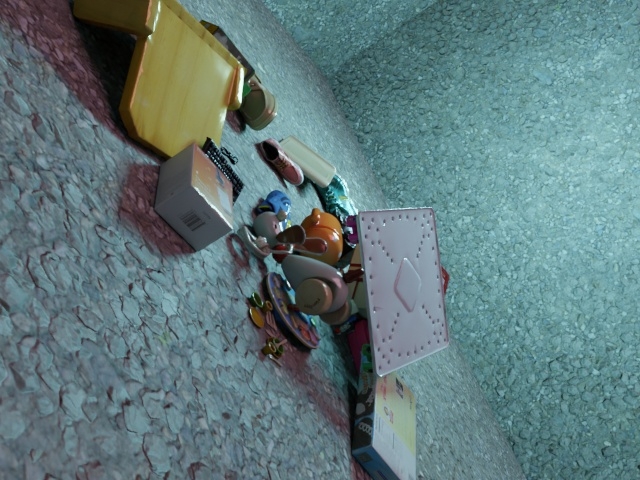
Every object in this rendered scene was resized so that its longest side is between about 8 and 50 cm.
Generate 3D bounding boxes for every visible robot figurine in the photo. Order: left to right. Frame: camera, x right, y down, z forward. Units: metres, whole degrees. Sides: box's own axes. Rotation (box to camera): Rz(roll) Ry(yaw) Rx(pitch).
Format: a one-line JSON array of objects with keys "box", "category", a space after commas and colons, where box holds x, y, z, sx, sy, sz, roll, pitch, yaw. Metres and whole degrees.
[{"box": [0.001, 0.002, 1.909, 0.128, 0.158, 0.219, 25, 23, -11], "category": "robot figurine"}]

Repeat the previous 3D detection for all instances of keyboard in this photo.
[{"box": [-0.220, -0.161, 1.528, 0.108, 0.023, 0.180, -69, 153, -23], "category": "keyboard"}]

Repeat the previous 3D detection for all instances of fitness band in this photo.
[{"box": [0.156, 0.355, 1.881, 0.209, 0.054, 0.291, 50, 18, -42], "category": "fitness band"}]

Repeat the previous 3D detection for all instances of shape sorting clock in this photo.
[{"box": [-0.059, 0.160, 1.560, 0.206, 0.040, 0.206, 54, 15, -22], "category": "shape sorting clock"}]

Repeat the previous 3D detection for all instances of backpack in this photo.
[{"box": [0.087, 0.007, 2.136, 0.188, 0.144, 0.166, 14, 43, -43], "category": "backpack"}]

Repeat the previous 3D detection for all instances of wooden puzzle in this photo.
[{"box": [-0.052, -0.275, 2.363, 0.221, 0.044, 0.239, 37, 21, -4], "category": "wooden puzzle"}]

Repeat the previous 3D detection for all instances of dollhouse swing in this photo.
[{"box": [-0.377, -0.349, 1.481, 0.315, 0.305, 0.347, 20, -7, 29], "category": "dollhouse swing"}]

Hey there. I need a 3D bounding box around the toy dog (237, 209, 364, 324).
[{"box": [-0.022, 0.040, 1.578, 0.334, 0.161, 0.220, 50, 9, 4], "category": "toy dog"}]

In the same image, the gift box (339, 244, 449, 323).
[{"box": [0.218, 0.137, 2.018, 0.255, 0.258, 0.276, 50, 51, -44], "category": "gift box"}]

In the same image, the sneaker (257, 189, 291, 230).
[{"box": [-0.126, -0.089, 1.783, 0.082, 0.069, 0.209, 46, 19, -29], "category": "sneaker"}]

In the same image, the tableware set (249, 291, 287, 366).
[{"box": [-0.108, 0.178, 1.392, 0.104, 0.024, 0.154, 47, 19, -38], "category": "tableware set"}]

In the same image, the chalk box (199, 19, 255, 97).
[{"box": [-0.279, -0.470, 1.839, 0.213, 0.132, 0.132, 49, -7, -39], "category": "chalk box"}]

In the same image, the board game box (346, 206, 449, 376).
[{"box": [0.205, 0.115, 1.723, 0.390, 0.050, 0.390, -6, 90, -54], "category": "board game box"}]

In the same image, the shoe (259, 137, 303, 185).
[{"box": [-0.125, -0.244, 2.121, 0.178, 0.063, 0.081, 53, 16, -1], "category": "shoe"}]

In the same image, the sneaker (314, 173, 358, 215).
[{"box": [0.058, -0.146, 2.467, 0.275, 0.107, 0.110, 58, 27, 4], "category": "sneaker"}]

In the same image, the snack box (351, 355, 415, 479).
[{"box": [0.158, 0.435, 1.613, 0.187, 0.060, 0.322, 53, 24, -22], "category": "snack box"}]

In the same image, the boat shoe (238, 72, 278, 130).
[{"box": [-0.228, -0.457, 2.110, 0.110, 0.121, 0.341, 41, 12, -39], "category": "boat shoe"}]

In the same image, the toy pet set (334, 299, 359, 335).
[{"box": [0.039, 0.196, 1.829, 0.114, 0.065, 0.122, -18, 71, -40], "category": "toy pet set"}]

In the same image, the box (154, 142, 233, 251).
[{"box": [-0.246, -0.088, 1.329, 0.130, 0.091, 0.170, 49, 18, -34], "category": "box"}]
